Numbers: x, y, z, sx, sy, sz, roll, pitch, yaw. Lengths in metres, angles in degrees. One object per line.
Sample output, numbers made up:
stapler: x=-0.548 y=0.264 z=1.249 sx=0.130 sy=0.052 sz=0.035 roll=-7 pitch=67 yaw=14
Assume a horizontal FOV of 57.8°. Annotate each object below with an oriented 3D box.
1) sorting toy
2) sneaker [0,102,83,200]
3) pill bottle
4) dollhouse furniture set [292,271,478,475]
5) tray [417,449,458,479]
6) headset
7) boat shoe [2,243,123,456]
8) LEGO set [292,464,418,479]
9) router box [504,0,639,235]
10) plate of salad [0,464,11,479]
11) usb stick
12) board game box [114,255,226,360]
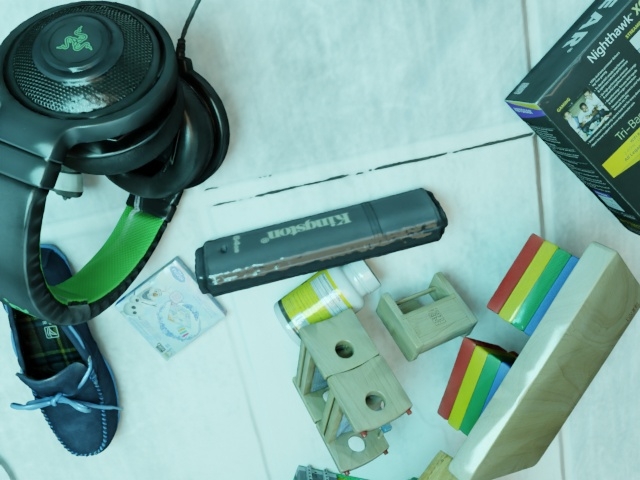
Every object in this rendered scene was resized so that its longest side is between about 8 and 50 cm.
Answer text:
sorting toy: x=0.238 y=0.128 z=0.646 sx=0.257 sy=0.089 sz=0.255 roll=23 pitch=99 yaw=-53
sneaker: x=-0.338 y=-0.124 z=0.563 sx=0.234 sy=0.078 sz=0.106 roll=18 pitch=97 yaw=-13
pill bottle: x=0.010 y=0.066 z=0.664 sx=0.116 sy=0.065 sz=0.065 roll=-35 pitch=107 yaw=4
dollhouse furniture set: x=0.081 y=0.149 z=0.653 sx=0.183 sy=0.129 sz=0.129 roll=-19 pitch=146 yaw=-21
tray: x=0.061 y=0.447 z=0.603 sx=0.411 sy=0.076 sz=0.203 roll=-45 pitch=127 yaw=-19
headset: x=-0.189 y=-0.127 z=0.513 sx=0.185 sy=0.243 sz=0.394 roll=22 pitch=88 yaw=7
boat shoe: x=-0.300 y=0.137 z=0.634 sx=0.109 sy=0.089 sz=0.258 roll=-17 pitch=108 yaw=-2
LEGO set: x=0.035 y=0.458 z=0.718 sx=0.255 sy=0.192 sz=0.331 roll=25 pitch=102 yaw=-13
router box: x=0.398 y=-0.185 z=0.629 sx=0.243 sy=0.081 sz=0.309 roll=40 pitch=98 yaw=-16
plate of salad: x=-0.471 y=0.318 z=0.689 sx=0.199 sy=0.048 sz=0.200 roll=-2 pitch=107 yaw=-6
usb stick: x=0.000 y=0.000 z=0.640 sx=0.278 sy=0.077 sz=0.045 roll=-14 pitch=135 yaw=-2
board game box: x=-0.172 y=0.079 z=0.669 sx=0.090 sy=0.020 sz=0.090 roll=-36 pitch=107 yaw=5
